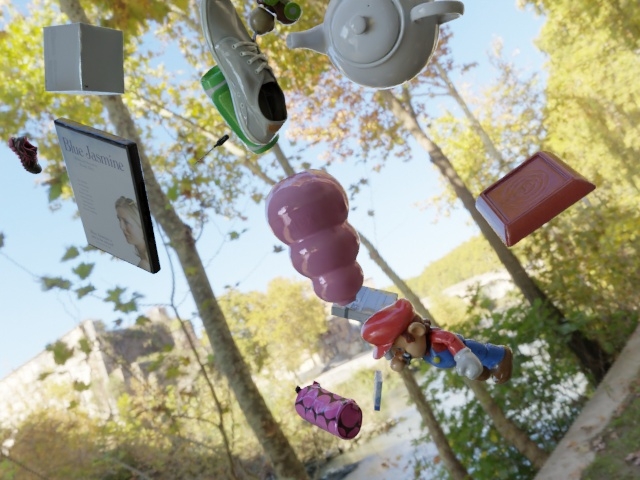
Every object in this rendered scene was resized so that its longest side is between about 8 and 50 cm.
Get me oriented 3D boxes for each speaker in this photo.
[{"bbox_3d":[-0.257,-0.425,1.853,0.131,0.131,0.296,-27,-55,16],"label":"speaker"}]

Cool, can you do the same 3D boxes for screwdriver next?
[{"bbox_3d":[-0.370,-0.309,1.929,0.024,0.025,0.170,13,46,41],"label":"screwdriver"}]

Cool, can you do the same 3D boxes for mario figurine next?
[{"bbox_3d":[0.233,0.250,1.221,0.321,0.170,0.198,19,-49,-9],"label":"mario figurine"}]

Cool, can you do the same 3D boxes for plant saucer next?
[{"bbox_3d":[0.553,-0.129,1.530,0.258,0.048,0.259,-37,27,14],"label":"plant saucer"}]

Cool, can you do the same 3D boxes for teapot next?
[{"bbox_3d":[0.110,-0.417,1.121,0.256,0.252,0.187,-52,-9,25],"label":"teapot"}]

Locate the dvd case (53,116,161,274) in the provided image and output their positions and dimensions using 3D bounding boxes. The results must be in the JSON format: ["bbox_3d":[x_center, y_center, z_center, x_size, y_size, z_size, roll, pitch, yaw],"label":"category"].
[{"bbox_3d":[-0.361,-0.072,0.977,0.022,0.180,0.253,-41,-38,-44],"label":"dvd case"}]

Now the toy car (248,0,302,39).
[{"bbox_3d":[-0.161,-0.678,1.773,0.188,0.149,0.155,-55,20,18],"label":"toy car"}]

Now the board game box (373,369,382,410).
[{"bbox_3d":[0.169,0.441,1.685,0.020,0.090,0.090,6,8,2],"label":"board game box"}]

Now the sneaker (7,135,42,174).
[{"bbox_3d":[-0.768,-0.227,1.512,0.057,0.047,0.119,-14,-47,8],"label":"sneaker"}]

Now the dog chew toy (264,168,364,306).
[{"bbox_3d":[0.000,0.000,1.376,0.207,0.331,0.206,-23,-1,-1],"label":"dog chew toy"}]

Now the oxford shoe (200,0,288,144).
[{"bbox_3d":[-0.204,-0.496,1.610,0.130,0.449,0.169,-15,7,41],"label":"oxford shoe"}]

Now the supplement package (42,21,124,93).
[{"bbox_3d":[-0.722,-0.547,1.743,0.203,0.194,0.149,10,13,35],"label":"supplement package"}]

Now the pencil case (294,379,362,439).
[{"bbox_3d":[0.019,0.408,1.384,0.209,0.095,0.098,3,55,57],"label":"pencil case"}]

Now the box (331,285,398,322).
[{"bbox_3d":[0.144,0.204,1.837,0.186,0.038,0.145,10,35,16],"label":"box"}]
